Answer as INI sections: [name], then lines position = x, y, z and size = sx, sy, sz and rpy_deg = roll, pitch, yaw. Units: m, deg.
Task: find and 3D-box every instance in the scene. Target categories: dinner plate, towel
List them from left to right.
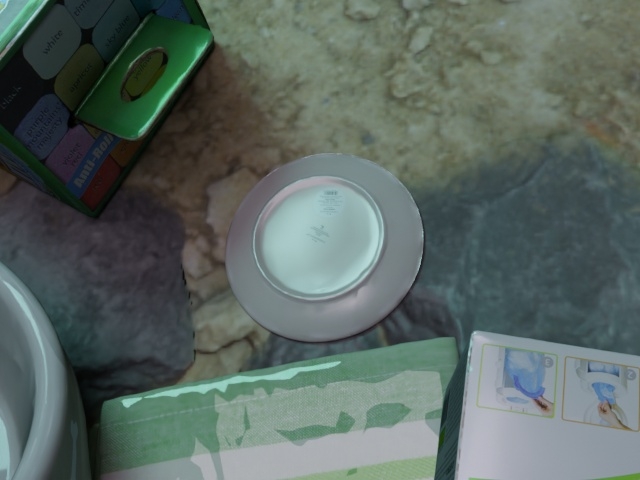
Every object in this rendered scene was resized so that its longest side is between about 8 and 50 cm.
[towel]
position = -0.016, 0.232, 0.508
size = 0.247, 0.038, 0.325
rpy_deg = -11, 65, 8
[dinner plate]
position = 0.000, 0.000, 0.611
size = 0.141, 0.017, 0.141
rpy_deg = -4, 66, 10

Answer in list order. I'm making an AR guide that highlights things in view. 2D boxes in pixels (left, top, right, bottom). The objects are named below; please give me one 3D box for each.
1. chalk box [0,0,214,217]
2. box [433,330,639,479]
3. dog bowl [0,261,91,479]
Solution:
[chalk box]
position = -0.204, -0.151, 0.632
size = 0.288, 0.179, 0.180
rpy_deg = 28, 76, 21
[box]
position = 0.165, 0.124, 0.451
size = 0.203, 0.114, 0.103
rpy_deg = 9, 68, 4
[dog bowl]
position = -0.296, 0.118, 0.487
size = 0.348, 0.102, 0.349
rpy_deg = 8, 43, -7
